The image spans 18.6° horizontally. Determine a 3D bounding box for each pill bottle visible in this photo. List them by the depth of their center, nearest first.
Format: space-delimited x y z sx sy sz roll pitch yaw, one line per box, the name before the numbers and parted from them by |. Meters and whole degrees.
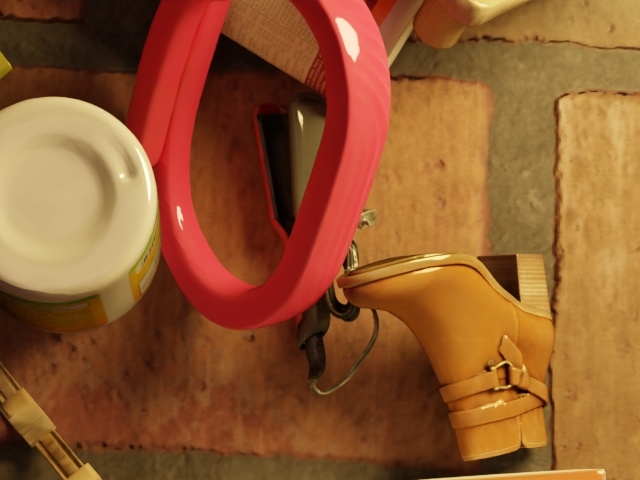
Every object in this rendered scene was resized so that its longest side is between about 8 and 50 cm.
pill bottle | -0.181 -0.007 1.375 0.136 0.246 0.136 1 80 -4
pill bottle | -0.036 -0.203 1.482 0.221 0.121 0.121 32 80 3

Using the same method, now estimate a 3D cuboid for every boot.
boot | 0.099 0.086 1.433 0.197 0.073 0.152 0 86 -34

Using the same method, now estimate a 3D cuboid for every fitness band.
fitness band | -0.049 -0.074 1.398 0.054 0.291 0.209 -16 45 -44

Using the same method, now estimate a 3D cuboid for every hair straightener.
hair straightener | 0.000 0.000 1.466 0.047 0.089 0.230 5 76 -43

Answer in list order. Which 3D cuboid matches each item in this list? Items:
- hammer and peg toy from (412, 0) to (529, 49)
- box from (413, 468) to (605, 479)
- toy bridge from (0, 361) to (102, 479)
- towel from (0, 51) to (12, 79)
hammer and peg toy | 0.131 -0.306 1.482 0.266 0.127 0.361 47 46 13
box | 0.028 0.282 1.378 0.345 0.168 0.215 -4 80 -5
toy bridge | -0.214 0.131 1.436 0.026 0.063 0.188 -39 64 -10
towel | -0.361 -0.102 1.497 0.237 0.021 0.102 -37 90 -10
